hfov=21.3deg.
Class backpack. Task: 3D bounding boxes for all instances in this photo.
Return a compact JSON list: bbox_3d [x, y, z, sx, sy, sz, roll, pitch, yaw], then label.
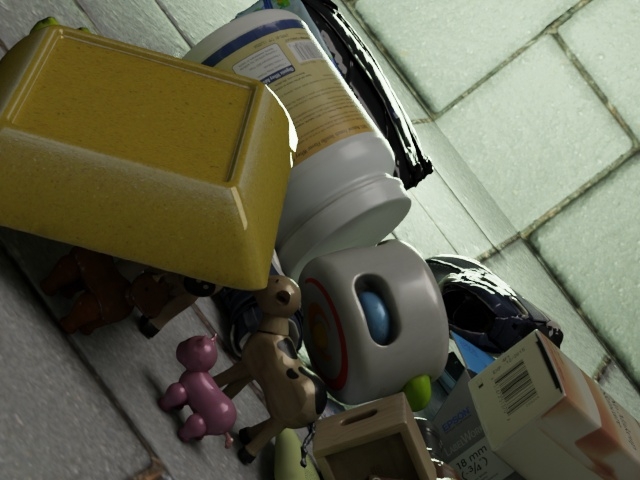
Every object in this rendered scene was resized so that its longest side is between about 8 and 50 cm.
[{"bbox_3d":[-0.003,-0.220,2.615,0.290,0.273,0.356,-45,119,-72],"label":"backpack"}]

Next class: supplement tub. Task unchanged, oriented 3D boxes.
[{"bbox_3d":[-0.043,-0.124,2.261,0.316,0.228,0.228,56,16,16],"label":"supplement tub"}]

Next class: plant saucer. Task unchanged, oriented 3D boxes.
[{"bbox_3d":[-0.188,-0.107,1.696,0.332,0.081,0.333,15,31,-4],"label":"plant saucer"}]

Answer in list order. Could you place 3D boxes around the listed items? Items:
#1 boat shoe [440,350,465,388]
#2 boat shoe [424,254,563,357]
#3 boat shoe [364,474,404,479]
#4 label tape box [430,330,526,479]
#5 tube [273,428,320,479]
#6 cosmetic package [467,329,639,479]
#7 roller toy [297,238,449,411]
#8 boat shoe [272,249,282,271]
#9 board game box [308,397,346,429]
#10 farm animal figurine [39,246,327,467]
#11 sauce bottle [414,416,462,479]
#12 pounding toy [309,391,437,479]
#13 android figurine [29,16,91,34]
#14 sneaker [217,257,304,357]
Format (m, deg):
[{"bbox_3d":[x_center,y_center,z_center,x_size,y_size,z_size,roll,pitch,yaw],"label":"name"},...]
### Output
[{"bbox_3d":[0.230,0.222,2.617,0.142,0.040,0.049,42,18,-31],"label":"boat shoe"},{"bbox_3d":[0.212,0.087,2.591,0.158,0.127,0.340,26,1,-39],"label":"boat shoe"},{"bbox_3d":[0.045,0.334,1.753,0.095,0.095,0.257,27,29,1],"label":"boat shoe"},{"bbox_3d":[0.268,0.317,2.393,0.240,0.106,0.334,34,23,-47],"label":"label tape box"},{"bbox_3d":[-0.022,0.269,1.777,0.062,0.070,0.240,15,21,-9],"label":"tube"},{"bbox_3d":[0.347,0.274,2.275,0.296,0.129,0.153,41,18,-32],"label":"cosmetic package"},{"bbox_3d":[0.056,0.100,2.096,0.209,0.146,0.191,-132,-146,-52],"label":"roller toy"},{"bbox_3d":[-0.112,-0.001,2.145,0.065,0.075,0.206,-19,71,-28],"label":"boat shoe"},{"bbox_3d":[0.014,0.224,2.033,0.090,0.020,0.090,34,24,-48],"label":"board game box"},{"bbox_3d":[-0.124,0.040,1.765,0.330,0.172,0.327,40,19,-38],"label":"farm animal figurine"},{"bbox_3d":[0.124,0.324,1.954,0.111,0.111,0.344,45,18,-24],"label":"sauce bottle"},{"bbox_3d":[0.044,0.238,1.907,0.100,0.141,0.130,-87,157,-67],"label":"pounding toy"},{"bbox_3d":[-0.237,-0.161,2.063,0.273,0.056,0.248,48,14,18],"label":"android figurine"},{"bbox_3d":[-0.097,0.046,1.992,0.226,0.086,0.163,50,13,-13],"label":"sneaker"}]
